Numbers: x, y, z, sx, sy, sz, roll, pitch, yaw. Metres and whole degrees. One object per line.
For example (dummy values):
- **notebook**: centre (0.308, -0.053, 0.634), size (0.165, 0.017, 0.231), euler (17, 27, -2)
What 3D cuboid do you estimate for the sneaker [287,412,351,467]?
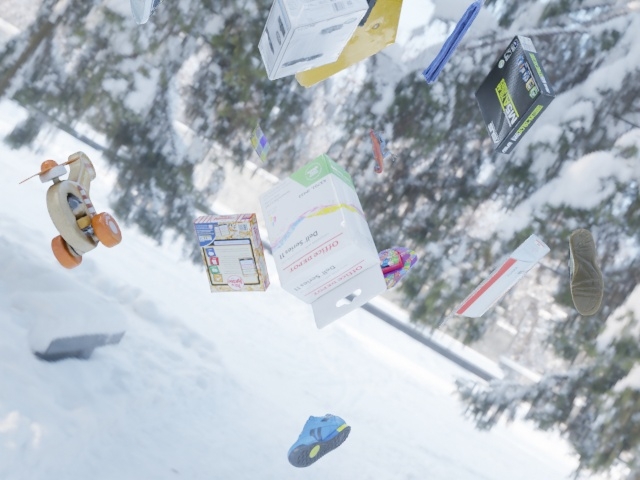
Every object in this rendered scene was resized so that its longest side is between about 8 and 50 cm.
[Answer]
- **sneaker**: centre (-0.020, 0.434, 1.778), size (0.082, 0.069, 0.209), euler (32, 25, 27)

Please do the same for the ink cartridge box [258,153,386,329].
- **ink cartridge box**: centre (0.000, 0.000, 1.842), size (0.119, 0.207, 0.353), euler (36, 28, -46)

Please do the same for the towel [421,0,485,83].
- **towel**: centre (0.369, -0.563, 2.153), size (0.040, 0.243, 0.336), euler (33, 32, -1)

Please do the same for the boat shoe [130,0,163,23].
- **boat shoe**: centre (-0.325, -0.500, 1.622), size (0.065, 0.083, 0.183), euler (64, -28, 8)

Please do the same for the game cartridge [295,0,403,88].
- **game cartridge**: centre (0.075, -0.564, 2.199), size (0.052, 0.324, 0.285), euler (58, -12, 17)

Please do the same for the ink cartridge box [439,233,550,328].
- **ink cartridge box**: centre (0.273, 0.073, 1.257), size (0.045, 0.145, 0.179), euler (44, 36, 8)

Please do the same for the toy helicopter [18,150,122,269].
- **toy helicopter**: centre (-0.582, -0.118, 1.891), size (0.235, 0.140, 0.355), euler (58, 9, -34)

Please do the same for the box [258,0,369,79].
- **box**: centre (-0.024, -0.443, 1.688), size (0.290, 0.169, 0.087), euler (140, -70, -76)

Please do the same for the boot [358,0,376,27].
- **boot**: centre (0.054, -0.642, 1.882), size (0.207, 0.246, 0.094), euler (19, 22, -22)

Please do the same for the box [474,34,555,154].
- **box**: centre (0.420, -0.319, 1.772), size (0.045, 0.184, 0.190), euler (9, 50, -24)

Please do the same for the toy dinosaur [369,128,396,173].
- **toy dinosaur**: centre (0.110, -0.175, 1.603), size (0.047, 0.082, 0.090), euler (3, 1, 39)

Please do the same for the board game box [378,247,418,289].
- **board game box**: centre (0.160, 0.060, 2.022), size (0.133, 0.169, 0.033), euler (12, -42, 48)

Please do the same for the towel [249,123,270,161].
- **towel**: centre (-0.151, -0.244, 2.025), size (0.009, 0.060, 0.083), euler (-2, -44, 26)

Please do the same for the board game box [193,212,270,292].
- **board game box**: centre (-0.212, 0.032, 1.952), size (0.147, 0.193, 0.045), euler (-2, 26, 16)

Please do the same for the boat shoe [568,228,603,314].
- **boat shoe**: centre (0.465, 0.058, 1.420), size (0.056, 0.152, 0.049), euler (-1, -13, 14)
